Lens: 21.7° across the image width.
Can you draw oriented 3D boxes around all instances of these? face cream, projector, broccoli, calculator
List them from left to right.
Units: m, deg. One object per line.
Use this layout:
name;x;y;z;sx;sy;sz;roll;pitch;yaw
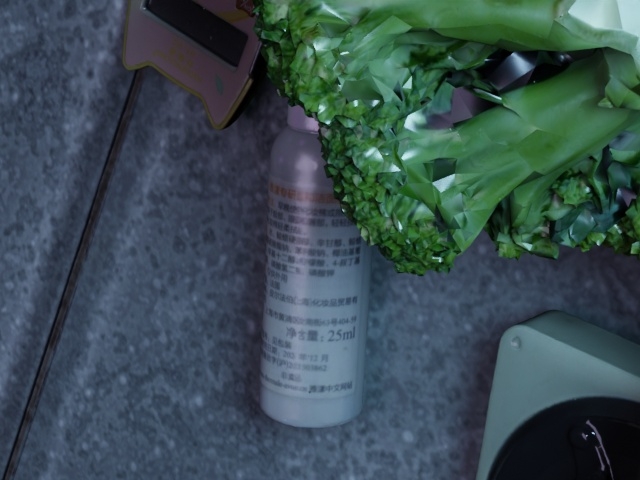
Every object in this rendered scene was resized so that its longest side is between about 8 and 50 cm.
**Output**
calculator;-0.073;-0.214;1.270;0.157;0.033;0.237;36;119;31
face cream;0.000;0.000;1.221;0.082;0.082;0.269;17;110;38
broccoli;0.139;-0.139;0.888;0.321;0.310;0.413;-17;105;31
projector;0.210;0.207;1.081;0.259;0.079;0.257;24;119;35

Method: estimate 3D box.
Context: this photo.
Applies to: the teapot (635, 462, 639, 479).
teapot;0.287;0.239;0.782;0.305;0.362;0.376;-18;103;28
